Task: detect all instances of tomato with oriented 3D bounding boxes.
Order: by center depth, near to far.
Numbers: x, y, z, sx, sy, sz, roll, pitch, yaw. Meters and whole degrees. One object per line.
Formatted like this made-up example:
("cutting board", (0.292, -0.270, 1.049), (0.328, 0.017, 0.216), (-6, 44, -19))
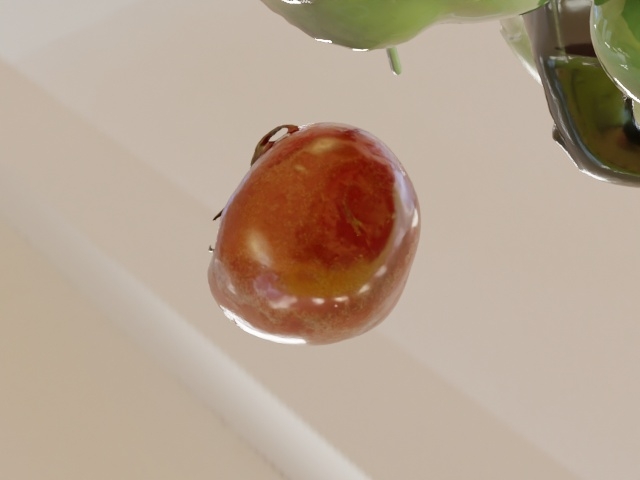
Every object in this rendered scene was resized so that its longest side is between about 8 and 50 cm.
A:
("tomato", (0.000, 0.000, 1.522), (0.151, 0.187, 0.187), (19, -140, 10))

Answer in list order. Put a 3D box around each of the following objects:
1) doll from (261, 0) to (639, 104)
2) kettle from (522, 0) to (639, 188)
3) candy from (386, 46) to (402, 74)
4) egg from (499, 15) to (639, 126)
("doll", (0.040, -0.147, 0.526), (0.198, 0.186, 0.322), (46, -155, 28))
("kettle", (0.210, -0.131, 0.934), (0.232, 0.202, 0.144), (-11, -171, 8))
("candy", (0.054, -0.178, 1.588), (0.058, 0.194, 0.062), (31, -104, 18))
("egg", (0.207, -0.178, 1.327), (0.183, 0.217, 0.183), (-48, -174, 7))
